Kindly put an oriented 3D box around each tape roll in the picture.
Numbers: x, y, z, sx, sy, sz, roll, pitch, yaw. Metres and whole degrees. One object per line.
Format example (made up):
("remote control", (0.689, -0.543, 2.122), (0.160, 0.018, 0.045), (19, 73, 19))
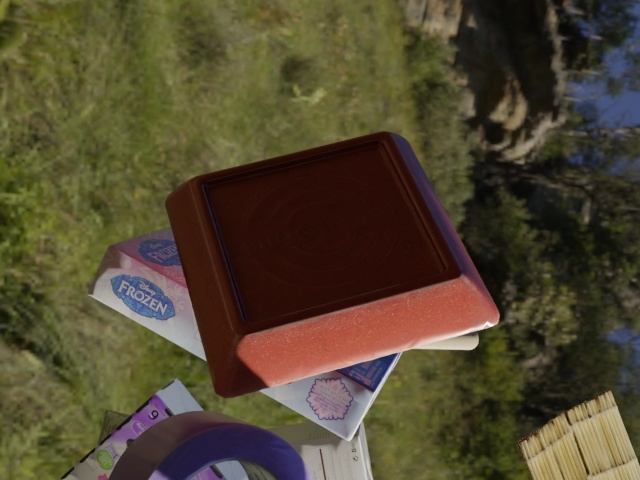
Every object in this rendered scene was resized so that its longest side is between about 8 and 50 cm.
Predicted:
("tape roll", (-0.101, 0.257, 0.966), (0.080, 0.189, 0.189), (3, -91, 61))

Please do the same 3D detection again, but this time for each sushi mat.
("sushi mat", (0.338, 0.345, 1.213), (0.019, 0.151, 0.317), (-24, -93, 64))

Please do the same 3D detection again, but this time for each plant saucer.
("plant saucer", (0.000, 0.000, 0.964), (0.048, 0.258, 0.259), (85, -12, -48))

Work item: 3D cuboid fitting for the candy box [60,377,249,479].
("candy box", (-0.211, 0.306, 1.352), (0.196, 0.070, 0.165), (-42, -94, 19))

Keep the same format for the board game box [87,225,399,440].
("board game box", (-0.062, 0.083, 1.219), (0.066, 0.318, 0.318), (-64, 173, 12))

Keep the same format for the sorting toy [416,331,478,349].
("sorting toy", (0.182, 0.106, 1.922), (0.038, 0.193, 0.208), (-57, -140, 39))

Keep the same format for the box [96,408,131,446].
("box", (-0.339, 0.389, 1.727), (0.293, 0.057, 0.201), (162, -56, -72))

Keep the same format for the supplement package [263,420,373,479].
("supplement package", (-0.045, 0.486, 2.184), (0.177, 0.292, 0.175), (-47, 128, -83))
